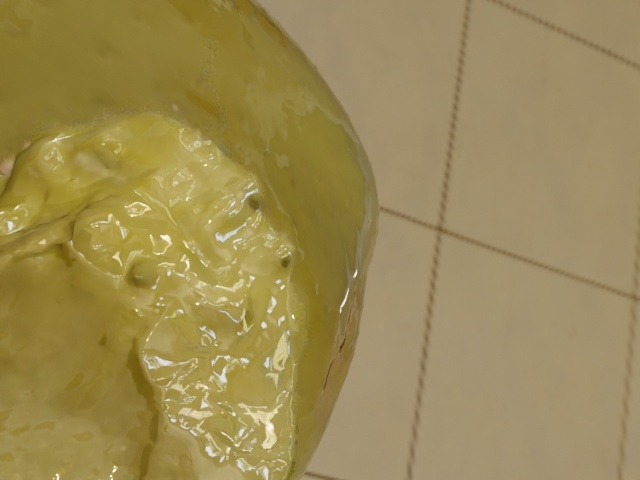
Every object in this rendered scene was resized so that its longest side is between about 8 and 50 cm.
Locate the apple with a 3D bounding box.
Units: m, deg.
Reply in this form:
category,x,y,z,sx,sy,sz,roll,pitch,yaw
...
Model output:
category,x,y,z,sx,sy,sz,roll,pitch,yaw
apple,-0.126,0.003,0.512,0.279,0.279,0.279,8,76,-32
